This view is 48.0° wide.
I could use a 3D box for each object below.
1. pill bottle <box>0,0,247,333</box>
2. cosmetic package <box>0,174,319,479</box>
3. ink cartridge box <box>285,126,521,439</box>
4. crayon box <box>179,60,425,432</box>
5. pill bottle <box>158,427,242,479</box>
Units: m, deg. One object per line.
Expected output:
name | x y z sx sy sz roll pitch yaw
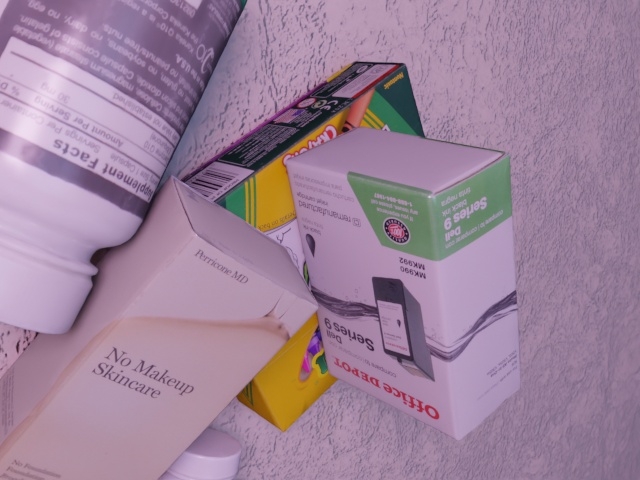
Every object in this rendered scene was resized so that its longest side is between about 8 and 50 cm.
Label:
pill bottle | -0.217 -0.119 0.610 0.204 0.204 0.361 30 82 -43
cosmetic package | -0.169 0.111 0.694 0.160 0.113 0.309 33 106 -35
ink cartridge box | 0.094 0.041 0.783 0.121 0.211 0.289 -29 121 -33
crayon box | 0.000 0.000 0.904 0.363 0.106 0.313 -40 126 -26
pill bottle | -0.161 0.341 0.848 0.124 0.124 0.221 8 97 -43
